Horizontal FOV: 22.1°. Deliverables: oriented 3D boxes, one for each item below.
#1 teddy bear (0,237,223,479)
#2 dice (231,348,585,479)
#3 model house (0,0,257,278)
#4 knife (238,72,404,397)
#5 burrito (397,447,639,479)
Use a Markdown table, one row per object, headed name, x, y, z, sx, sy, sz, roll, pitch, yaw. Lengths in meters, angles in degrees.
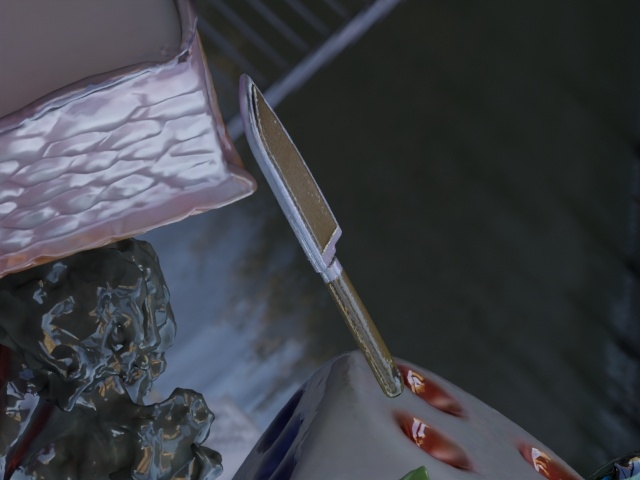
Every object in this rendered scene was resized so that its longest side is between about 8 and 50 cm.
| name | x | y | z | sx | sy | sz | roll | pitch | yaw |
| --- | --- | --- | --- | --- | --- | --- | --- | --- | --- |
| teddy bear | -0.229 | 0.147 | 1.018 | 0.224 | 0.357 | 0.367 | -12 | 107 | -65 |
| dice | 0.060 | 0.297 | 1.365 | 0.304 | 0.304 | 0.277 | -55 | -173 | 14 |
| model house | -0.160 | -0.089 | 0.702 | 0.202 | 0.237 | 0.237 | -23 | 158 | -5 |
| knife | -0.001 | 0.000 | 1.119 | 0.022 | 0.256 | 0.046 | -13 | -153 | 32 |
| burrito | 0.127 | 0.125 | 0.650 | 0.288 | 0.054 | 0.104 | 12 | 110 | -28 |
